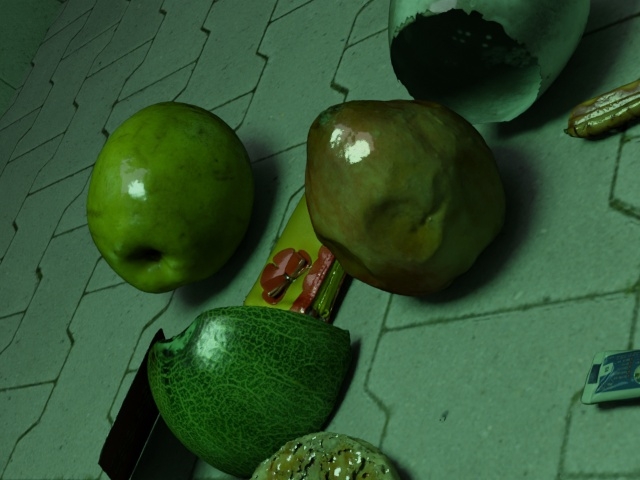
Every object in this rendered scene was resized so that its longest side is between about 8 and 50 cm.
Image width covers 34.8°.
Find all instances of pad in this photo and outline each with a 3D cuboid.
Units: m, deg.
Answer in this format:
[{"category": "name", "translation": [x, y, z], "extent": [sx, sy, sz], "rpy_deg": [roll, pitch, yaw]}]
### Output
[{"category": "pad", "translation": [-0.232, 0.223, 1.314], "extent": [0.267, 0.004, 0.181], "rpy_deg": [99, -167, -68]}]

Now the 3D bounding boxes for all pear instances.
[{"category": "pear", "translation": [-0.218, -0.071, 1.524], "extent": [0.253, 0.253, 0.307], "rpy_deg": [-32, 25, 33]}]

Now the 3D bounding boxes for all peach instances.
[{"category": "peach", "translation": [0.083, -0.062, 1.101], "extent": [0.214, 0.235, 0.214], "rpy_deg": [-25, 42, 25]}]

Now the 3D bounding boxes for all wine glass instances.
[{"category": "wine glass", "translation": [0.205, -0.306, 1.179], "extent": [0.238, 0.238, 0.323], "rpy_deg": [-19, 41, 45]}]

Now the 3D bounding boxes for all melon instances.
[{"category": "melon", "translation": [-0.107, 0.180, 1.181], "extent": [0.265, 0.169, 0.129], "rpy_deg": [-35, 36, 32]}]

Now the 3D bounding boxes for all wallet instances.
[{"category": "wallet", "translation": [0.000, 0.000, 1.315], "extent": [0.141, 0.067, 0.241], "rpy_deg": [4, 63, 54]}]

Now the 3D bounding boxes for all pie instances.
[{"category": "pie", "translation": [-0.012, 0.321, 1.022], "extent": [0.274, 0.055, 0.274], "rpy_deg": [-30, 43, 33]}]

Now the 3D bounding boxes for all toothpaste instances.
[{"category": "toothpaste", "translation": [0.297, 0.104, 0.829], "extent": [0.197, 0.035, 0.057], "rpy_deg": [-17, 38, 50]}]

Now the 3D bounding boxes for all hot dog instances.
[{"category": "hot dog", "translation": [0.309, -0.135, 1.055], "extent": [0.122, 0.037, 0.049], "rpy_deg": [-19, 33, 37]}]
